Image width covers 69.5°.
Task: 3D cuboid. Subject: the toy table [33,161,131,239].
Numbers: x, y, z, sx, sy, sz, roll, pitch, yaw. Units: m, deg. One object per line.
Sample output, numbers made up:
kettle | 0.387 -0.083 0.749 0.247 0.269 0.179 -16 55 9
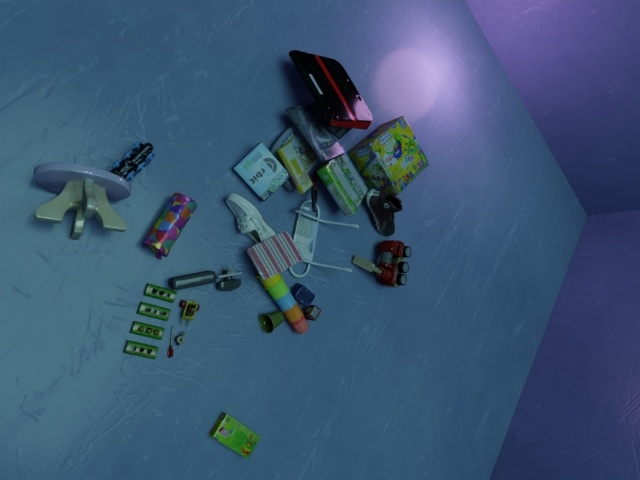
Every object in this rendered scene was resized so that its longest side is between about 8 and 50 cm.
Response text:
toy table | -0.735 -0.119 1.428 0.274 0.252 0.161 4 66 -25

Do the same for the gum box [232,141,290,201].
gum box | -0.239 -0.278 1.874 0.157 0.041 0.184 -46 112 -8

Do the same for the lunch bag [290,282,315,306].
lunch bag | -0.080 0.228 1.956 0.098 0.065 0.067 45 78 -25

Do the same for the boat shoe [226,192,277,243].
boat shoe | -0.281 -0.066 1.817 0.277 0.098 0.096 49 60 -23

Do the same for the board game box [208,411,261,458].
board game box | -0.321 0.738 1.744 0.181 0.043 0.092 44 63 -24

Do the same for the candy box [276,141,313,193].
candy box | -0.105 -0.303 1.925 0.206 0.027 0.105 62 28 -14

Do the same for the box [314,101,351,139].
box | 0.060 -0.570 2.080 0.158 0.093 0.156 34 38 -29

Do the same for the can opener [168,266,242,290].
can opener | -0.416 0.152 1.713 0.280 0.074 0.093 -4 89 -36

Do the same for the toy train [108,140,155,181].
toy train | -0.640 -0.261 1.572 0.080 0.105 0.184 42 63 -15

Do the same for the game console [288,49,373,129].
game console | 0.054 -0.656 2.028 0.341 0.060 0.387 -14 71 -48

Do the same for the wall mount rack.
wall mount rack | 0.000 0.000 1.994 0.304 0.130 0.351 19 76 -33

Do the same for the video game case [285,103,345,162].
video game case | -0.019 -0.469 2.002 0.274 0.026 0.196 55 34 0

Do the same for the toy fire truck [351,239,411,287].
toy fire truck | 0.292 0.092 2.204 0.246 0.158 0.217 26 71 -42

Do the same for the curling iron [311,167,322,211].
curling iron | -0.015 -0.224 1.990 0.035 0.068 0.274 57 29 -38

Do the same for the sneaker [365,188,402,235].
sneaker | 0.332 -0.123 2.202 0.106 0.162 0.281 -54 129 -27

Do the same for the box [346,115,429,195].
box | 0.333 -0.401 2.245 0.290 0.177 0.279 -42 109 -30

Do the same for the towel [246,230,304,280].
towel | -0.177 0.057 1.820 0.197 0.029 0.144 -26 82 -29

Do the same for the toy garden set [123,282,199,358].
toy garden set | -0.545 0.296 1.621 0.203 0.049 0.245 23 72 -32

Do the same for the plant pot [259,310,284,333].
plant pot | -0.191 0.322 1.864 0.079 0.083 0.084 -19 97 -47

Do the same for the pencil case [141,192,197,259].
pencil case | -0.534 -0.055 1.638 0.104 0.104 0.237 37 68 -27

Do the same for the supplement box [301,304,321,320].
supplement box | -0.043 0.306 1.961 0.043 0.083 0.055 45 62 -23

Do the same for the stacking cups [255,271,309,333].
stacking cups | -0.145 0.247 1.886 0.096 0.096 0.316 -40 108 -31

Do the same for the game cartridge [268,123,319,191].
game cartridge | -0.111 -0.381 2.000 0.198 0.062 0.297 51 60 -26

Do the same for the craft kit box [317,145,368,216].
craft kit box | 0.107 -0.269 2.090 0.250 0.060 0.247 57 32 -17
